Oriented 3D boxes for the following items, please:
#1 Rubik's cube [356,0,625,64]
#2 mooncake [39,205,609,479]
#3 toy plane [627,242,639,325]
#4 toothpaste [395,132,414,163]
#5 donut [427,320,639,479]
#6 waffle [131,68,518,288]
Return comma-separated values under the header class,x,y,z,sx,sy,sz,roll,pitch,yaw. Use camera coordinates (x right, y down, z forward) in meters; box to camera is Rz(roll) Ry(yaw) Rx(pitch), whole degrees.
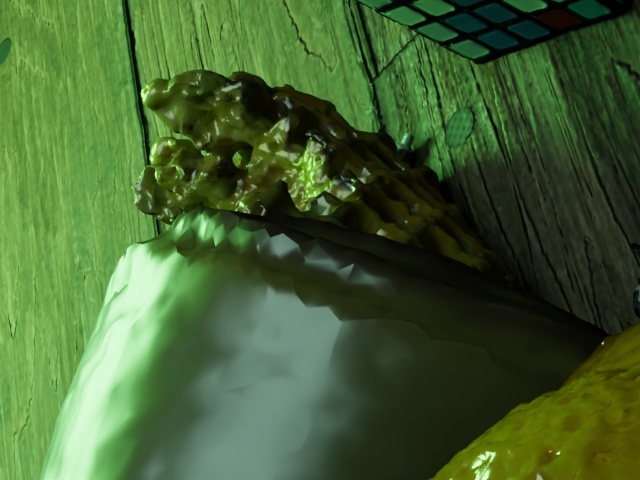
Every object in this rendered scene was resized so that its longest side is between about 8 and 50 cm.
class,x,y,z,sx,sy,sz,roll,pitch,yaw
Rubik's cube,0.124,-0.270,1.543,0.184,0.182,0.187,-16,58,51
mooncake,0.052,0.138,1.197,0.393,0.394,0.246,12,80,24
toy plane,0.265,0.031,1.286,0.197,0.053,0.078,-9,54,56
toothpaste,0.058,-0.051,1.651,0.027,0.019,0.083,28,98,39
donut,0.195,0.240,0.826,0.377,0.163,0.435,-35,75,53
waffle,0.000,0.000,1.483,0.151,0.261,0.324,-61,30,22
